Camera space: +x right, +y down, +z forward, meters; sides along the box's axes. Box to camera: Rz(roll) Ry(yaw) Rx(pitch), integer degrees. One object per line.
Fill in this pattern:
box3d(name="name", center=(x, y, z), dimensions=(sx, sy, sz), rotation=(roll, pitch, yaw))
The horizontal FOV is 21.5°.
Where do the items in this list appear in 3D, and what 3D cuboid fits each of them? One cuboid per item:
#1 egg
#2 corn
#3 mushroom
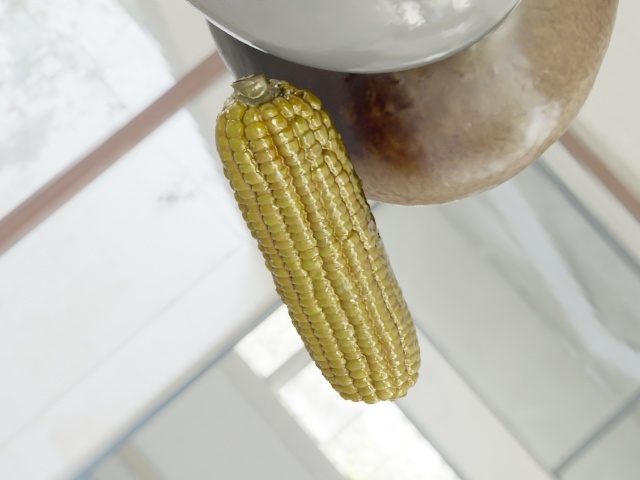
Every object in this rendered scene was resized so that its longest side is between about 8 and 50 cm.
box3d(name="egg", center=(-0.003, -0.176, 0.791), dimensions=(0.232, 0.176, 0.176), rotation=(27, 1, -22))
box3d(name="corn", center=(0.000, 0.000, 0.916), dimensions=(0.068, 0.068, 0.207), rotation=(33, -29, 63))
box3d(name="mushroom", center=(0.040, -0.156, 1.037), dimensions=(0.163, 0.278, 0.297), rotation=(8, 34, -50))
